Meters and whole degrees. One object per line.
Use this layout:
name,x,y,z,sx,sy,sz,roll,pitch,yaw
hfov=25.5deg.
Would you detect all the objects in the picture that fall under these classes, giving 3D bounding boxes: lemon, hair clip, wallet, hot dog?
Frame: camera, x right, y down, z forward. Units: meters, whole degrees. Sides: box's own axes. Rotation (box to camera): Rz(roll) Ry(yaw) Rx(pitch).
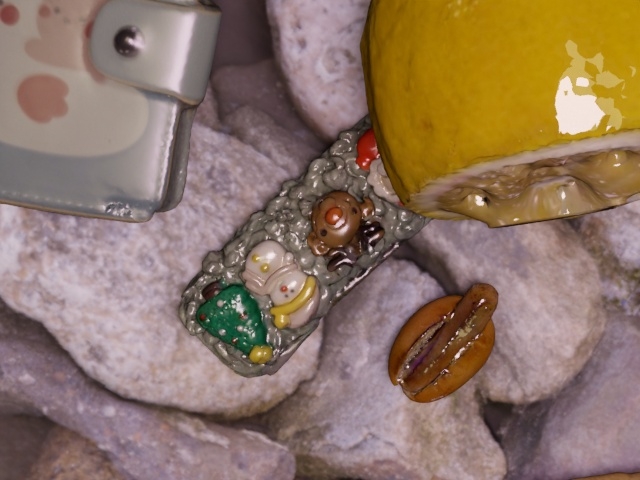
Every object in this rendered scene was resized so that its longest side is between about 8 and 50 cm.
lemon,0.204,-0.192,1.253,0.364,0.364,0.364,0,98,-1
hair clip,-0.001,0.001,1.391,0.321,0.091,0.138,-45,94,4
wallet,-0.224,-0.204,1.368,0.252,0.083,0.360,10,98,3
hot dog,0.129,0.103,1.424,0.140,0.060,0.090,-41,101,1

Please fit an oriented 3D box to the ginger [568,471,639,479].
ginger,0.351,0.290,1.432,0.363,0.122,0.348,24,93,-2
